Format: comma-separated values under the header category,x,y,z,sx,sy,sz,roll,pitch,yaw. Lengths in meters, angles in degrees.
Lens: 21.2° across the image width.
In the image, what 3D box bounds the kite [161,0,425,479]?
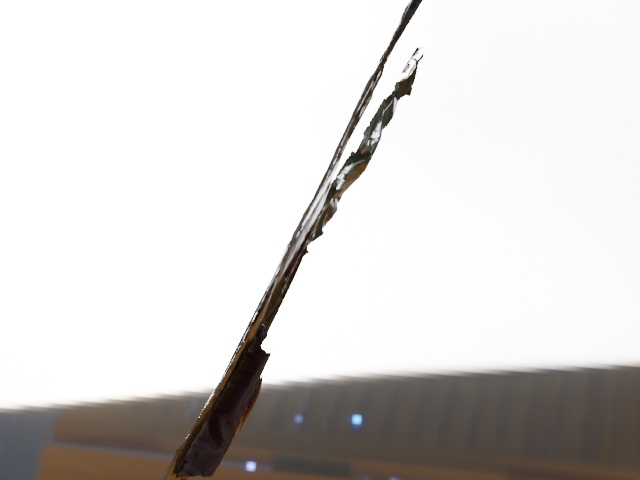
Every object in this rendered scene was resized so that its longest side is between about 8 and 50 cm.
category,x,y,z,sx,sy,sz,roll,pitch,yaw
kite,-0.001,-0.001,0.457,0.229,0.012,0.250,-63,0,35
